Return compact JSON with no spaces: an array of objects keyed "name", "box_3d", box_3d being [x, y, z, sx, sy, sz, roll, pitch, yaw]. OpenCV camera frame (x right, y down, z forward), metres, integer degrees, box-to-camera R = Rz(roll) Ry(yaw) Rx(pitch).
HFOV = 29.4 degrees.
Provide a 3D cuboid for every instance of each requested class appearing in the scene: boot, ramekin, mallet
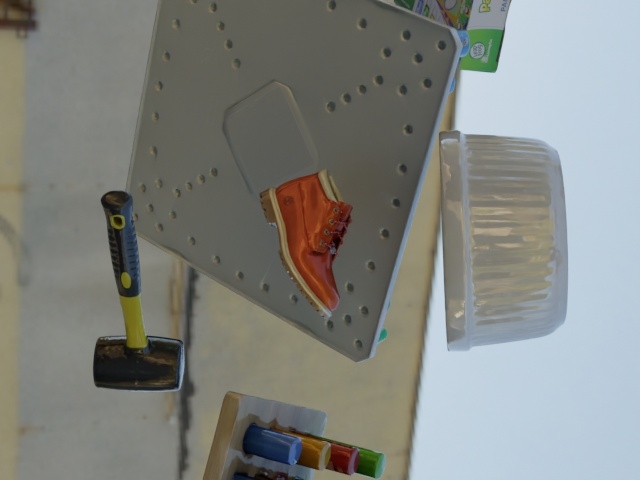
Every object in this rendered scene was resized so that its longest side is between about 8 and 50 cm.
[{"name":"boot","box_3d":[0.000,0.000,1.237,0.157,0.085,0.059,70,10,25]},{"name":"ramekin","box_3d":[0.167,-0.001,1.131,0.207,0.109,0.207,-2,90,-84]},{"name":"mallet","box_3d":[-0.131,0.037,0.783,0.189,0.062,0.039,82,7,-49]}]

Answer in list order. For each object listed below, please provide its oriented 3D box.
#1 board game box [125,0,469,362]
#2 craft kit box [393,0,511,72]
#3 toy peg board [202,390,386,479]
[{"name":"board game box","box_3d":[-0.044,-0.116,1.378,0.390,0.050,0.390,28,-62,28]},{"name":"craft kit box","box_3d":[0.168,-0.359,1.450,0.250,0.061,0.246,-119,-144,-57]},{"name":"toy peg board","box_3d":[-0.021,0.202,0.885,0.079,0.161,0.161,10,-98,24]}]
